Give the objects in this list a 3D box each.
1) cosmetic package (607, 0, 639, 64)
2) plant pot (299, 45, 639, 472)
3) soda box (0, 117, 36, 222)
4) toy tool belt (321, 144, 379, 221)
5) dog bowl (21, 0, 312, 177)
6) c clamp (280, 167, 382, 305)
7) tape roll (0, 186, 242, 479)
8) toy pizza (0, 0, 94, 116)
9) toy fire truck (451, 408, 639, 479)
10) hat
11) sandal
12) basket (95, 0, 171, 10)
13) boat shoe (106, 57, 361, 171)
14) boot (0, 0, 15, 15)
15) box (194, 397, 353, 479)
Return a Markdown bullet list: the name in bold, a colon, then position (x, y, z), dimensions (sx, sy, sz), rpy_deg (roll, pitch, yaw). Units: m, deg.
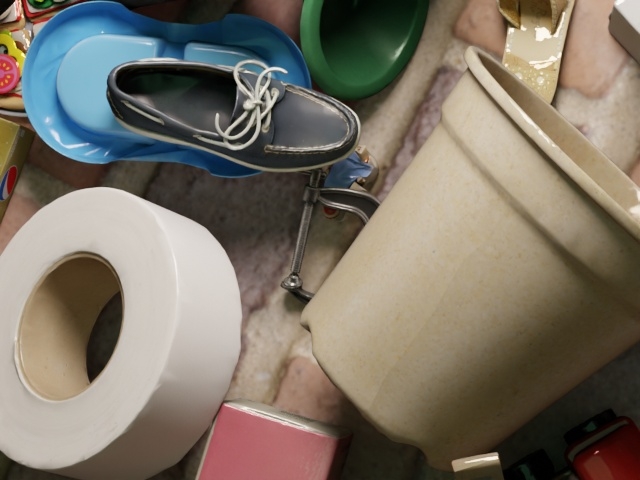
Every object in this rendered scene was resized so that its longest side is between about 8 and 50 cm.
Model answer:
- **cosmetic package**: position (0.391, -0.164, 1.542), dimensions (0.085, 0.117, 0.231), rpy_deg (-40, 83, 2)
- **plant pot**: position (0.160, 0.041, 1.478), dimensions (0.334, 0.334, 0.305), rpy_deg (45, 104, 8)
- **soda box**: position (-0.369, -0.045, 1.660), dimensions (0.061, 0.058, 0.181), rpy_deg (21, 89, 8)
- **toy tool belt**: position (0.025, -0.061, 1.613), dimensions (0.052, 0.051, 0.083), rpy_deg (34, 91, 9)
- **dog bowl**: position (-0.155, -0.154, 1.618), dimensions (0.297, 0.074, 0.166), rpy_deg (6, 92, 2)
- **c clamp**: position (0.000, 0.000, 1.603), dimensions (0.137, 0.022, 0.161), rpy_deg (7, 109, 0)
- **tape roll**: position (-0.216, 0.094, 1.544), dimensions (0.286, 0.100, 0.286), rpy_deg (-14, 67, 34)
- **toy pizza**: position (-0.317, -0.234, 1.680), dimensions (0.201, 0.032, 0.201), rpy_deg (-1, 86, 7)
- **toy fire truck**: position (0.213, 0.242, 1.468), dimensions (0.217, 0.246, 0.158), rpy_deg (-31, 83, 4)
- **hat**: position (-0.005, -0.265, 1.635), dimensions (0.183, 0.173, 0.208), rpy_deg (23, 81, 43)
- **sandal**: position (0.218, -0.244, 1.588), dimensions (0.088, 0.079, 0.240), rpy_deg (3, 86, 7)
- **basket**: position (-0.116, -0.321, 1.547), dimensions (0.227, 0.154, 0.204), rpy_deg (12, 83, 44)
- **boat shoe**: position (-0.085, -0.131, 1.537), dimensions (0.254, 0.079, 0.095), rpy_deg (15, 79, 1)
- **boot**: position (-0.422, -0.296, 1.645), dimensions (0.236, 0.085, 0.179), rpy_deg (-26, 79, 31)
- **box**: position (-0.064, 0.284, 1.550), dimensions (0.126, 0.148, 0.232), rpy_deg (16, 88, 8)
